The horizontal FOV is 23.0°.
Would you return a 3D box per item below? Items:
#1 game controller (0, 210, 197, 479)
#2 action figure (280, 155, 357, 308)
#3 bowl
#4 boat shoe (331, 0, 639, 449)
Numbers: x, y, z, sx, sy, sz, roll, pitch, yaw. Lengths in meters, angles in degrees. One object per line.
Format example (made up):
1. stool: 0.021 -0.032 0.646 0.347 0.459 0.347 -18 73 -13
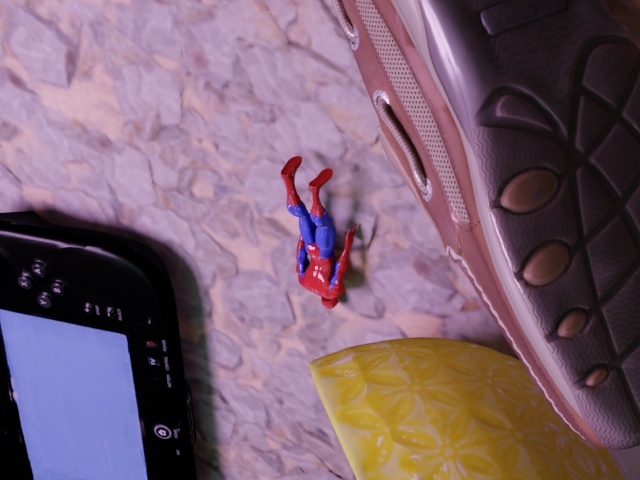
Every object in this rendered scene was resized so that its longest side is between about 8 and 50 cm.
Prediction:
1. game controller: -0.171 0.116 1.146 0.166 0.067 0.319 16 132 22
2. action figure: 0.000 0.000 0.966 0.038 0.030 0.115 20 138 27
3. bowl: 0.124 0.166 0.903 0.156 0.289 0.289 -27 113 0
4. boat shoe: 0.091 -0.055 0.760 0.324 0.123 0.116 71 157 9
